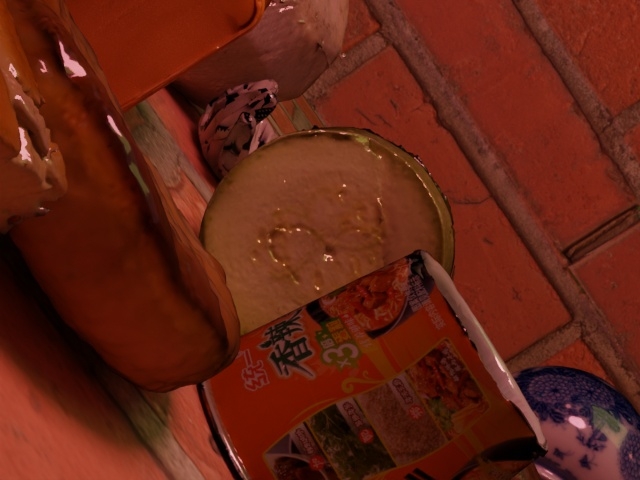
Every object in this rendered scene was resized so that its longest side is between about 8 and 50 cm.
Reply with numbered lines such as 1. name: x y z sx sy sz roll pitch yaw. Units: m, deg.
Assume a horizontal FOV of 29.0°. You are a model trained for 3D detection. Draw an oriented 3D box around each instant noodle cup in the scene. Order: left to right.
1. instant noodle cup: 0.047 0.127 0.913 0.230 0.182 0.230 56 7 -11

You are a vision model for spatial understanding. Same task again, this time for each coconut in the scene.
1. coconut: -0.107 -0.275 1.460 0.245 0.247 0.245 -6 90 -67

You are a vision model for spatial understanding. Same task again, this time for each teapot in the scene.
1. teapot: 0.274 0.294 1.530 0.424 0.252 0.280 39 44 6

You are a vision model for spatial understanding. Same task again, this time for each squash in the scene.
1. squash: 0.012 0.002 1.071 0.220 0.220 0.133 57 4 5

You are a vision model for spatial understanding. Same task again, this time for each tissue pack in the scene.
1. tissue pack: -0.146 -0.211 1.048 0.145 0.194 0.274 55 9 -12

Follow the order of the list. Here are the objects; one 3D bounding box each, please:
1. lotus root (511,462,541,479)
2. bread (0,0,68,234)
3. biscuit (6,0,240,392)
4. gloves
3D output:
1. lotus root: 0.193 0.285 1.387 0.081 0.122 0.112 59 1 6
2. bread: -0.225 -0.121 0.503 0.246 0.111 0.239 60 9 24
3. biscuit: -0.132 -0.025 0.697 0.213 0.091 0.274 -118 -177 -65
4. gloves: -0.082 -0.109 1.371 0.212 0.111 0.127 31 51 -79
